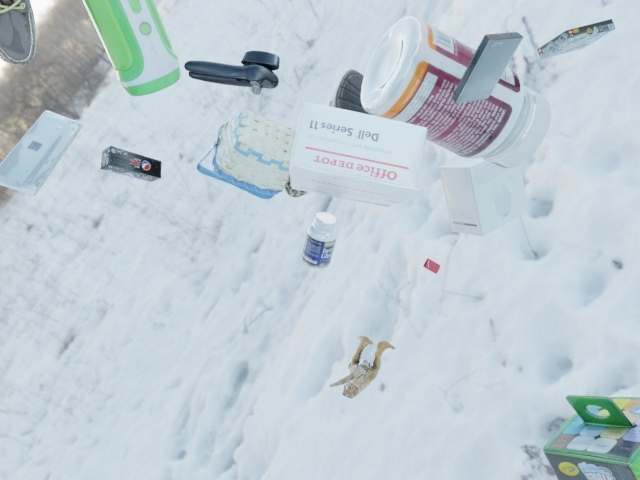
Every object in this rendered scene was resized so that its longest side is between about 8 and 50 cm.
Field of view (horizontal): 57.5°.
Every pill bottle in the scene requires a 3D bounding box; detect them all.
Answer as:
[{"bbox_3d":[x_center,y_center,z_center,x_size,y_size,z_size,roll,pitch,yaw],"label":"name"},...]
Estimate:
[{"bbox_3d":[0.000,0.000,1.822,0.094,0.094,0.169,-97,16,-56],"label":"pill bottle"},{"bbox_3d":[0.309,-0.320,1.324,0.224,0.392,0.224,-50,29,41],"label":"pill bottle"}]

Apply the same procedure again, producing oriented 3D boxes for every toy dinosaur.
[{"bbox_3d":[0.066,0.200,0.890,0.211,0.064,0.112,82,-149,-65],"label":"toy dinosaur"}]

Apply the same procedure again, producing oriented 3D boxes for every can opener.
[{"bbox_3d":[-0.166,-0.314,1.101,0.186,0.059,0.073,4,65,14],"label":"can opener"}]

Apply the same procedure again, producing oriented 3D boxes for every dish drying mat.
[{"bbox_3d":[0.353,0.081,1.842,0.008,0.083,0.032,25,89,44],"label":"dish drying mat"}]

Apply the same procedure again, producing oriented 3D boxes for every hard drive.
[{"bbox_3d":[0.308,-0.320,1.081,0.022,0.094,0.135,54,142,28],"label":"hard drive"}]

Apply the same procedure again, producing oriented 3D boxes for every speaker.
[{"bbox_3d":[-0.364,-0.425,1.075,0.131,0.296,0.131,-13,31,8],"label":"speaker"}]

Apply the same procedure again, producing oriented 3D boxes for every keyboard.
[{"bbox_3d":[-0.487,-0.159,1.016,0.256,0.072,0.014,-92,21,-53],"label":"keyboard"}]

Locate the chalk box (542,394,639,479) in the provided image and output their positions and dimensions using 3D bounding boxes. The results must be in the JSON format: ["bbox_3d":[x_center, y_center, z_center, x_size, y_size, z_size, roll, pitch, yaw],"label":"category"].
[{"bbox_3d":[0.529,0.382,1.001,0.179,0.288,0.180,-28,3,-29],"label":"chalk box"}]

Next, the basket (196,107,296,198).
[{"bbox_3d":[-0.199,-0.231,1.703,0.289,0.255,0.201,-39,38,47],"label":"basket"}]

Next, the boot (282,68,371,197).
[{"bbox_3d":[0.017,-0.317,1.788,0.284,0.138,0.377,-22,54,51],"label":"boot"}]

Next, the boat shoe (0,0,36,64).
[{"bbox_3d":[-0.580,-0.462,1.036,0.117,0.324,0.097,-23,42,-29],"label":"boat shoe"}]

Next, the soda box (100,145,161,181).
[{"bbox_3d":[-0.546,-0.218,1.688,0.053,0.169,0.060,-12,73,40],"label":"soda box"}]

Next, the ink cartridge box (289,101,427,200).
[{"bbox_3d":[0.056,-0.140,1.002,0.353,0.207,0.119,-167,88,-87],"label":"ink cartridge box"}]

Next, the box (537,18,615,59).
[{"bbox_3d":[0.562,-0.443,1.286,0.137,0.027,0.094,-19,-2,-21],"label":"box"}]

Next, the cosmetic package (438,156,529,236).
[{"bbox_3d":[0.516,-0.163,1.838,0.224,0.224,0.138,-25,21,-27],"label":"cosmetic package"}]
